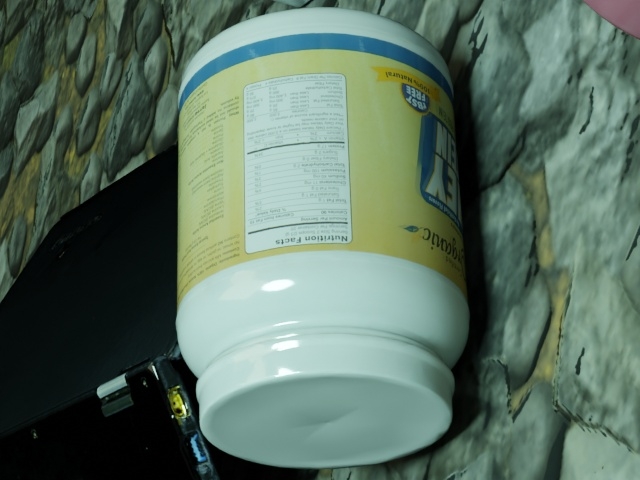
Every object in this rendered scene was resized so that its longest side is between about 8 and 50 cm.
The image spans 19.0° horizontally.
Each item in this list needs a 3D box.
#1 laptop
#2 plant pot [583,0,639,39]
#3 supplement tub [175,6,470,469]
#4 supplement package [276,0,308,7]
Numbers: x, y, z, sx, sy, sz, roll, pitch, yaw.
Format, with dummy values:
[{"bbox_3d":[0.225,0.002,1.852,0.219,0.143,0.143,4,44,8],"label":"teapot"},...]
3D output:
[{"bbox_3d":[-0.094,0.143,1.184,0.382,0.236,0.408,-27,83,49],"label":"laptop"},{"bbox_3d":[0.159,-0.158,0.657,0.180,0.201,0.201,122,152,-67],"label":"plant pot"},{"bbox_3d":[0.000,0.000,0.958,0.144,0.144,0.200,-43,42,52],"label":"supplement tub"},{"bbox_3d":[-0.029,-0.254,1.187,0.105,0.105,0.179,-29,54,59],"label":"supplement package"}]
